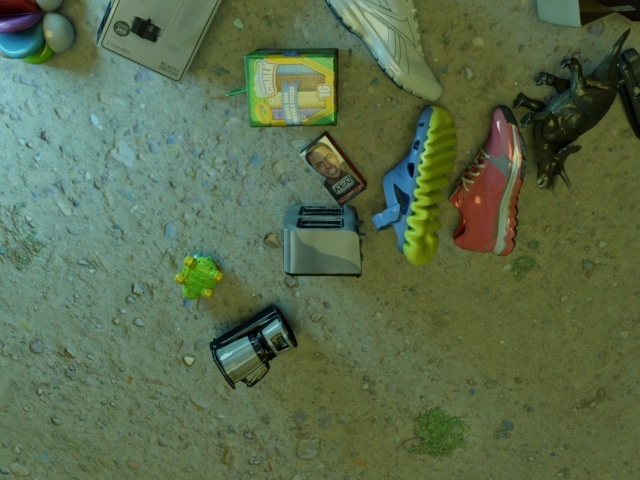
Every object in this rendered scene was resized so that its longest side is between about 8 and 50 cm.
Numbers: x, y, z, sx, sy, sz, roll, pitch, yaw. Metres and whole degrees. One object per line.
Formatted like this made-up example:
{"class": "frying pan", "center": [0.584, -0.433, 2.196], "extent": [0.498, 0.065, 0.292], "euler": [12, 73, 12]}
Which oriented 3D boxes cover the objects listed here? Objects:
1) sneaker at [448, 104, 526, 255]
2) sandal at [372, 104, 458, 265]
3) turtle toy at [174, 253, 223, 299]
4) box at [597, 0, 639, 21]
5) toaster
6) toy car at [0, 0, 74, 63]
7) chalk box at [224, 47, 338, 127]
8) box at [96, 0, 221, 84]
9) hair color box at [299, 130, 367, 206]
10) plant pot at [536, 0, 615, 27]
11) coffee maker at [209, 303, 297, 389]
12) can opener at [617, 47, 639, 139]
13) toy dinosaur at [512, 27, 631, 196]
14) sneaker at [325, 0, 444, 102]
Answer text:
{"class": "sneaker", "center": [0.327, -0.110, 1.204], "extent": [0.136, 0.116, 0.314], "euler": [0, 114, 6]}
{"class": "sandal", "center": [0.182, -0.116, 1.215], "extent": [0.138, 0.126, 0.318], "euler": [22, 106, 36]}
{"class": "turtle toy", "center": [-0.275, 0.085, 1.358], "extent": [0.095, 0.066, 0.130], "euler": [30, 113, -9]}
{"class": "box", "center": [0.534, -0.463, 0.945], "extent": [0.203, 0.168, 0.167], "euler": [8, 97, -34]}
{"class": "toaster", "center": [0.000, 0.000, 1.249], "extent": [0.185, 0.168, 0.110], "euler": [0, 111, 3]}
{"class": "toy car", "center": [-0.565, -0.419, 1.122], "extent": [0.159, 0.136, 0.182], "euler": [-4, 113, 5]}
{"class": "chalk box", "center": [-0.073, -0.293, 1.144], "extent": [0.212, 0.132, 0.132], "euler": [1, 114, 3]}
{"class": "box", "center": [-0.269, -0.454, 1.084], "extent": [0.169, 0.087, 0.290], "euler": [19, 116, -29]}
{"class": "hair color box", "center": [0.027, -0.147, 1.248], "extent": [0.072, 0.043, 0.141], "euler": [-36, 106, 18]}
{"class": "plant pot", "center": [0.440, -0.434, 1.052], "extent": [0.109, 0.096, 0.109], "euler": [-28, 114, -26]}
{"class": "coffee maker", "center": [-0.157, 0.227, 1.379], "extent": [0.178, 0.171, 0.120], "euler": [-31, 132, -6]}
{"class": "can opener", "center": [0.599, -0.267, 1.146], "extent": [0.073, 0.059, 0.186], "euler": [-24, 109, 13]}
{"class": "toy dinosaur", "center": [0.476, -0.253, 1.141], "extent": [0.160, 0.121, 0.314], "euler": [24, 114, -17]}
{"class": "sneaker", "center": [0.138, -0.381, 1.108], "extent": [0.129, 0.111, 0.297], "euler": [-41, 106, 13]}
